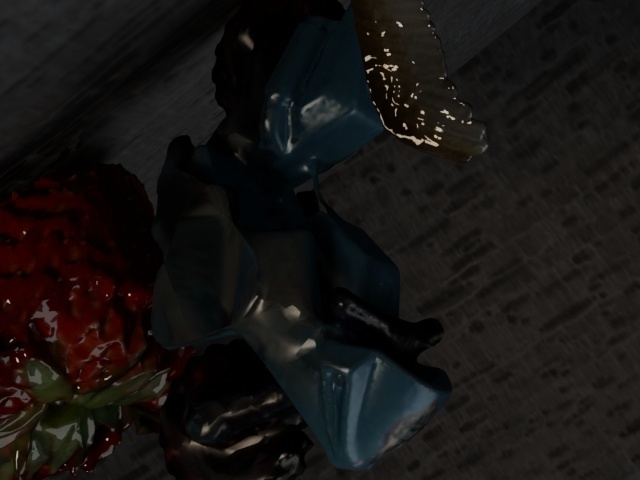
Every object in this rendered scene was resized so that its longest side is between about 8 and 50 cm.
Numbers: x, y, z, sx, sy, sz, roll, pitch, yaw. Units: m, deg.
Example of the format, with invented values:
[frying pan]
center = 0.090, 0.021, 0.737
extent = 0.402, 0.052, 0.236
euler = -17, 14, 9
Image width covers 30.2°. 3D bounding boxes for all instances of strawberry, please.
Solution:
[strawberry]
center = -0.232, 0.059, 0.984
extent = 0.261, 0.258, 0.261
euler = -20, 148, -14

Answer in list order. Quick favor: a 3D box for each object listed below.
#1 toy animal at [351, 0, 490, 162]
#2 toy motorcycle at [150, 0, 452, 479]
[toy animal]
center = 0.024, -0.211, 0.790
extent = 0.160, 0.197, 0.273
euler = 46, 51, -71
[toy motorcycle]
center = 0.000, 0.000, 0.885
extent = 0.232, 0.416, 0.172
euler = -1, 164, 34
